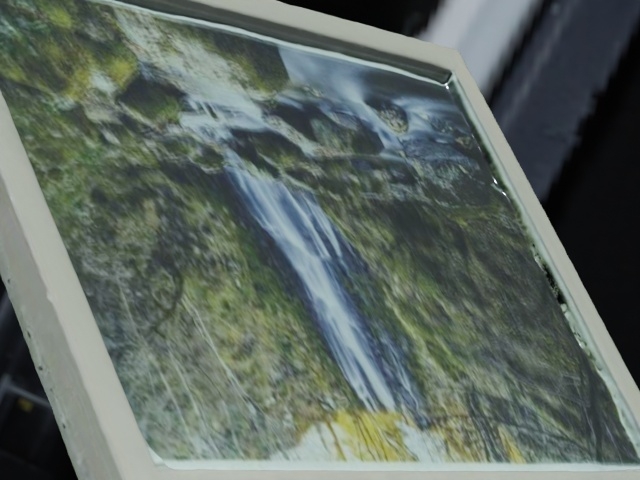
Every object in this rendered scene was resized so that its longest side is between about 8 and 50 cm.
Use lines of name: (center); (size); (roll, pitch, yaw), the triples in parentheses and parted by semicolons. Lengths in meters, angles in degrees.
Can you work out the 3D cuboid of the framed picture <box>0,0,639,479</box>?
framed picture: (0.000, 0.000, 0.721); (0.020, 0.240, 0.324); (-40, -30, 29)
